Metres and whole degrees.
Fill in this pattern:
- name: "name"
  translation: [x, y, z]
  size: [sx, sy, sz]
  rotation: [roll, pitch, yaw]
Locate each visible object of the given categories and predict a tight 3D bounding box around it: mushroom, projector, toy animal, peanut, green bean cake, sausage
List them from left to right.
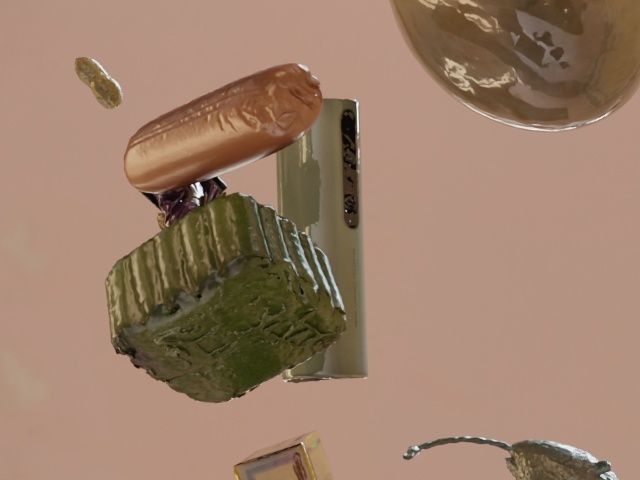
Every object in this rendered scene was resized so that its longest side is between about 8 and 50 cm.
- name: "peanut"
  translation: [-0.286, -0.204, 2.186]
  size: [0.037, 0.083, 0.037]
  rotation: [-45, 172, -8]
- name: "sausage"
  translation: [-0.105, -0.112, 1.754]
  size: [0.289, 0.086, 0.086]
  rotation: [-16, -129, 47]
- name: "green bean cake"
  translation: [-0.101, 0.063, 1.781]
  size: [0.200, 0.214, 0.113]
  rotation: [42, 26, -45]
- name: "projector"
  translation: [0.000, 0.000, 2.029]
  size: [0.108, 0.108, 0.337]
  rotation: [71, 17, -84]
- name: "toy animal"
  translation: [0.221, 0.247, 1.885]
  size: [0.079, 0.253, 0.070]
  rotation: [66, 40, -81]
- name: "mushroom"
  translation: [0.260, -0.310, 2.069]
  size: [0.294, 0.362, 0.362]
  rotation: [-46, 163, -23]

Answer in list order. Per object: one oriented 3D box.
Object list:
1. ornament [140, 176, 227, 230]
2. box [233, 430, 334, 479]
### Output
- name: "ornament"
  translation: [-0.156, -0.042, 1.923]
  size: [0.088, 0.081, 0.203]
  rotation: [-44, -166, 9]
- name: "box"
  translation: [0.000, 0.363, 1.824]
  size: [0.193, 0.084, 0.301]
  rotation: [23, 49, -84]
